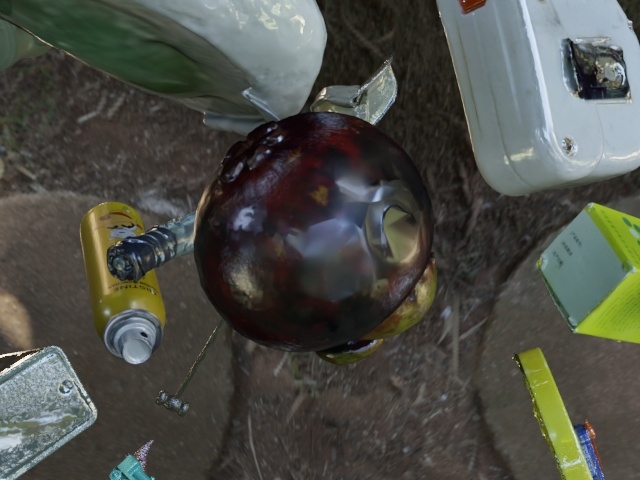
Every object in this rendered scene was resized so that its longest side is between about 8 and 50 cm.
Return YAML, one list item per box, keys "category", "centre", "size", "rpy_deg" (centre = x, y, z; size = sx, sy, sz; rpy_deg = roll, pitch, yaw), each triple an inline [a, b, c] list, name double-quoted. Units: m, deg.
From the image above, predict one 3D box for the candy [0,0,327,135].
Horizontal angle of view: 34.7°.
- category: "candy"
  centre: [-0.166, -0.232, 0.911]
  size: [0.427, 0.386, 0.186]
  rpy_deg: [25, 87, 49]

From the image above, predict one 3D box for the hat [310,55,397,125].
- category: "hat"
  centre: [0.063, -0.252, 1.786]
  size: [0.085, 0.147, 0.175]
  rpy_deg: [28, 66, 23]

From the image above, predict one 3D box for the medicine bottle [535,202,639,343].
- category: "medicine bottle"
  centre: [0.460, 0.056, 1.524]
  size: [0.250, 0.141, 0.137]
  rpy_deg: [12, 36, -37]

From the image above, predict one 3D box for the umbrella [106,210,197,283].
- category: "umbrella"
  centre: [-0.155, -0.002, 1.078]
  size: [0.050, 0.188, 0.046]
  rpy_deg: [-20, 97, 34]

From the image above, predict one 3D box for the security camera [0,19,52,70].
- category: "security camera"
  centre: [-0.423, -0.224, 1.092]
  size: [0.191, 0.197, 0.277]
  rpy_deg: [6, 45, 36]

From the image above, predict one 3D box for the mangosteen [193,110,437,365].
- category: "mangosteen"
  centre: [0.000, 0.000, 0.805]
  size: [0.209, 0.210, 0.210]
  rpy_deg: [0, 73, -1]

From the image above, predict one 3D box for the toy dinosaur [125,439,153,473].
- category: "toy dinosaur"
  centre: [-0.316, 0.433, 1.765]
  size: [0.108, 0.032, 0.220]
  rpy_deg: [27, 39, -13]

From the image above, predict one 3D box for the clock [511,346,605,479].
- category: "clock"
  centre: [0.361, 0.289, 1.475]
  size: [0.071, 0.277, 0.294]
  rpy_deg: [-22, 82, 7]

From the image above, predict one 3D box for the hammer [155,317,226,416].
- category: "hammer"
  centre: [-0.196, 0.184, 1.754]
  size: [0.058, 0.029, 0.292]
  rpy_deg: [28, 114, -9]

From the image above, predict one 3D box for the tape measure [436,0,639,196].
- category: "tape measure"
  centre: [0.257, -0.188, 1.144]
  size: [0.265, 0.130, 0.258]
  rpy_deg: [-9, 84, -40]

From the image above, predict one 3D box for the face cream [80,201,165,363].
- category: "face cream"
  centre: [-0.297, 0.067, 1.543]
  size: [0.105, 0.105, 0.349]
  rpy_deg: [-18, 34, -6]

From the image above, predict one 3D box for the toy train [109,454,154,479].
- category: "toy train"
  centre: [-0.227, 0.314, 1.296]
  size: [0.092, 0.029, 0.045]
  rpy_deg: [35, 67, 29]

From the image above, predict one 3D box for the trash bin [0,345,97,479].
- category: "trash bin"
  centre: [-0.436, 0.231, 1.387]
  size: [0.164, 0.240, 0.122]
  rpy_deg: [-34, 104, -34]
